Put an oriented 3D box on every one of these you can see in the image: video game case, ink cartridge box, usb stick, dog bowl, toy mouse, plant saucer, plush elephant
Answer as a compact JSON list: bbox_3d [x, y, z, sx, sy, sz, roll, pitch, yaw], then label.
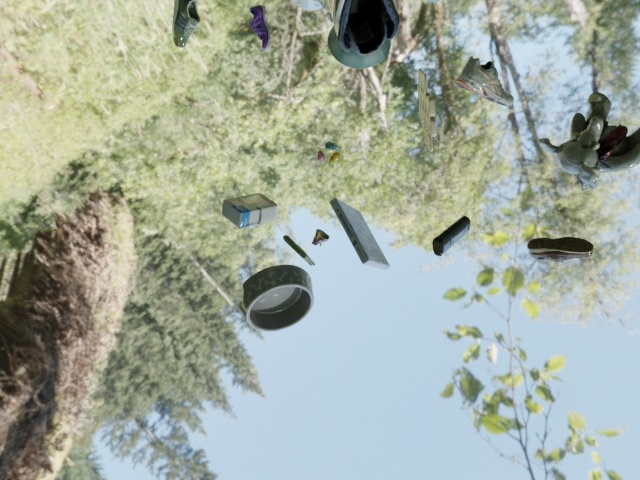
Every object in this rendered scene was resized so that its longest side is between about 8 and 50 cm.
[{"bbox_3d":[0.172,-0.020,2.183,0.036,0.299,0.329,-32,162,15],"label":"video game case"},{"bbox_3d":[-0.302,-0.131,2.202,0.191,0.082,0.140,-15,-143,-42],"label":"ink cartridge box"},{"bbox_3d":[0.490,-0.020,1.914,0.045,0.077,0.278,6,-156,36],"label":"usb stick"},{"bbox_3d":[-0.186,0.262,2.238,0.349,0.348,0.102,-30,-132,2],"label":"dog bowl"},{"bbox_3d":[0.028,-0.423,2.435,0.161,0.031,0.143,-34,-116,-7],"label":"toy mouse"},{"bbox_3d":[0.119,-0.612,1.558,0.195,0.195,0.037,-35,168,-11],"label":"plant saucer"},{"bbox_3d":[0.865,-0.303,1.642,0.256,0.329,0.272,-7,-139,-39],"label":"plush elephant"}]

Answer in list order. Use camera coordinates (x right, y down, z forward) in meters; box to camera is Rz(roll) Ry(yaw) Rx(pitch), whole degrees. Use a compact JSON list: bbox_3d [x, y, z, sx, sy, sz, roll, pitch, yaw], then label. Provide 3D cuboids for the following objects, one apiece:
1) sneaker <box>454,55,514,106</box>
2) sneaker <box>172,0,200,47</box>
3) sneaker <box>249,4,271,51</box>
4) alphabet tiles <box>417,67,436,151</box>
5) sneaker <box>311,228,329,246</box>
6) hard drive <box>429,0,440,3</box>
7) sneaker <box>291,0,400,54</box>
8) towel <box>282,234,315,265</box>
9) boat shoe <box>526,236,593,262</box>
[{"bbox_3d":[0.613,-0.571,1.850,0.121,0.263,0.099,-66,-149,15],"label":"sneaker"},{"bbox_3d":[-0.457,-0.754,1.775,0.086,0.192,0.064,23,-146,15],"label":"sneaker"},{"bbox_3d":[-0.223,-0.773,1.885,0.071,0.169,0.068,-11,176,-14],"label":"sneaker"},{"bbox_3d":[0.385,-0.475,1.871,0.021,0.277,0.284,-8,-155,5],"label":"alphabet tiles"},{"bbox_3d":[0.000,0.000,2.056,0.118,0.042,0.067,-130,-122,-67],"label":"sneaker"},{"bbox_3d":[0.280,-0.981,1.792,0.353,0.232,0.047,-3,175,-36],"label":"hard drive"},{"bbox_3d":[0.018,-0.453,0.965,0.169,0.257,0.447,-17,-173,-4],"label":"sneaker"},{"bbox_3d":[-0.084,0.041,2.049,0.027,0.110,0.148,-46,-118,-4],"label":"towel"},{"bbox_3d":[0.686,0.030,1.472,0.178,0.060,0.064,1,-140,43],"label":"boat shoe"}]
